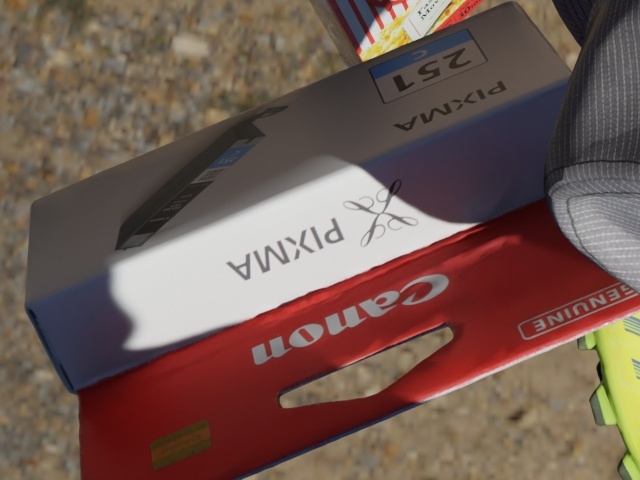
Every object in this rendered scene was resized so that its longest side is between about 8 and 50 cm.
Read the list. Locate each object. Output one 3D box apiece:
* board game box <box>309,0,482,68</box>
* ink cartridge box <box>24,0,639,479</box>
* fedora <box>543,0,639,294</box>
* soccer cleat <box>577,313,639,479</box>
[{"bbox_3d":[0.056,-0.197,1.246,0.147,0.045,0.193,-45,154,-3],"label":"board game box"},{"bbox_3d":[0.000,0.000,0.932,0.296,0.261,0.066,-23,116,3],"label":"ink cartridge box"},{"bbox_3d":[0.181,-0.030,0.690,0.275,0.124,0.243,20,155,19],"label":"fedora"},{"bbox_3d":[0.235,0.130,1.037,0.121,0.289,0.093,-27,172,16],"label":"soccer cleat"}]
